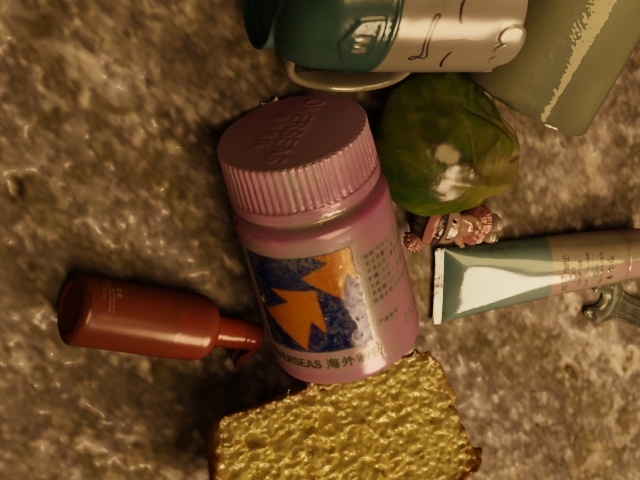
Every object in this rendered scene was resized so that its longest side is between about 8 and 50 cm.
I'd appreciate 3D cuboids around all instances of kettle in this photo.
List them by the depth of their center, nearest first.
[{"bbox_3d":[0.264,-0.276,1.592,0.240,0.165,0.255,25,114,-8],"label":"kettle"}]

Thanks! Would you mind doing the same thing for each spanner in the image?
[{"bbox_3d":[0.480,0.116,2.003,0.302,0.017,0.071,20,104,-32],"label":"spanner"}]

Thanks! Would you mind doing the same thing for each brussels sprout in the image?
[{"bbox_3d":[0.139,-0.107,1.643,0.180,0.144,0.161,28,64,-23],"label":"brussels sprout"}]

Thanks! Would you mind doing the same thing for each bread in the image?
[{"bbox_3d":[0.003,0.257,1.712,0.340,0.179,0.194,-16,87,-19],"label":"bread"}]

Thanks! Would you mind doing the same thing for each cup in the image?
[{"bbox_3d":[0.058,-0.262,1.490,0.257,0.219,0.290,-3,148,-20],"label":"cup"}]

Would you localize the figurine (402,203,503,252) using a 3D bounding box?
[{"bbox_3d":[0.161,-0.018,1.753,0.129,0.054,0.072,3,127,-36],"label":"figurine"}]

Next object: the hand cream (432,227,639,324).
[{"bbox_3d":[0.287,0.037,1.847,0.312,0.070,0.111,-7,119,-16],"label":"hand cream"}]

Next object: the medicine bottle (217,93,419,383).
[{"bbox_3d":[0.000,0.000,1.596,0.178,0.178,0.291,-25,124,-15],"label":"medicine bottle"}]

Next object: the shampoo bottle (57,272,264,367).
[{"bbox_3d":[-0.174,0.095,1.615,0.244,0.085,0.085,14,107,-33],"label":"shampoo bottle"}]
